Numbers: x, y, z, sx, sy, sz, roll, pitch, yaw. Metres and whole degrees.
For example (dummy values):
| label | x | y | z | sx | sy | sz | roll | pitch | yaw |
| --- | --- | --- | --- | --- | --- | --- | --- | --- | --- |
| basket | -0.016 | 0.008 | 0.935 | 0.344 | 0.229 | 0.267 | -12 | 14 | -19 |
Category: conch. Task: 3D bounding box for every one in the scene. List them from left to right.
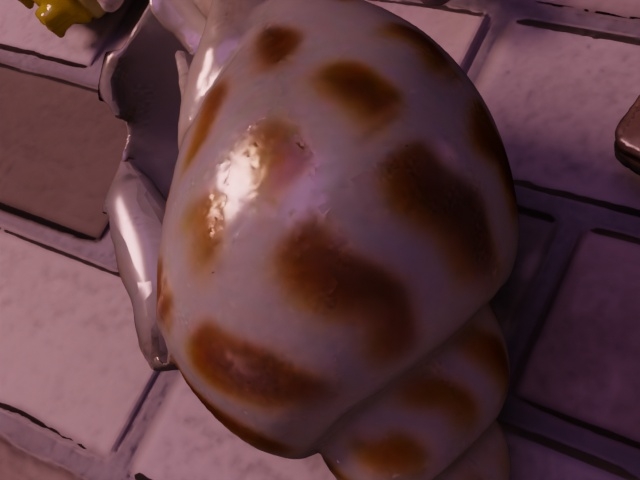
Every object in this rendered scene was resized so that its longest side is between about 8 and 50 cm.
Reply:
| label | x | y | z | sx | sy | sz | roll | pitch | yaw |
| --- | --- | --- | --- | --- | --- | --- | --- | --- | --- |
| conch | 0.000 | 0.000 | 0.427 | 0.149 | 0.183 | 0.274 | 1 | 64 | -23 |

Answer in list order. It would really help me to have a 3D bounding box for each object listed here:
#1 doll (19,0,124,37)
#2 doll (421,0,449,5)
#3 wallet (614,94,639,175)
| label | x | y | z | sx | sy | sz | roll | pitch | yaw |
| --- | --- | --- | --- | --- | --- | --- | --- | --- | --- |
| doll | -0.121 | -0.198 | 0.636 | 0.162 | 0.062 | 0.106 | -45 | 60 | -3 |
| doll | 0.049 | -0.278 | 0.585 | 0.160 | 0.094 | 0.365 | -16 | 59 | 19 |
| wallet | 0.207 | -0.071 | 0.439 | 0.118 | 0.039 | 0.152 | 33 | 76 | 32 |
